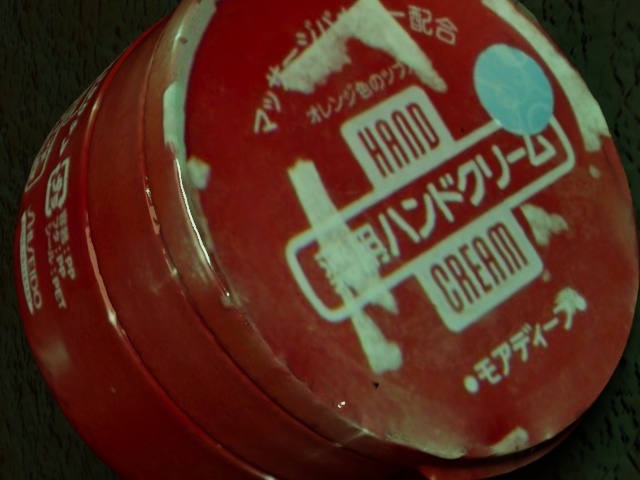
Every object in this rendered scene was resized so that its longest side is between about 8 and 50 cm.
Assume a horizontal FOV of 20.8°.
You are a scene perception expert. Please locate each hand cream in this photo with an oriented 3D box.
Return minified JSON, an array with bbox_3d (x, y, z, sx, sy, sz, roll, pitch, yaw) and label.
[{"bbox_3d":[0.000,0.000,0.700,0.149,0.230,0.230,-29,62,49],"label":"hand cream"}]
